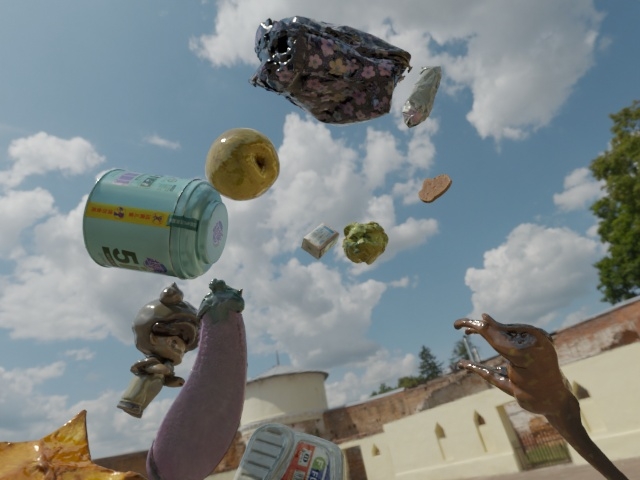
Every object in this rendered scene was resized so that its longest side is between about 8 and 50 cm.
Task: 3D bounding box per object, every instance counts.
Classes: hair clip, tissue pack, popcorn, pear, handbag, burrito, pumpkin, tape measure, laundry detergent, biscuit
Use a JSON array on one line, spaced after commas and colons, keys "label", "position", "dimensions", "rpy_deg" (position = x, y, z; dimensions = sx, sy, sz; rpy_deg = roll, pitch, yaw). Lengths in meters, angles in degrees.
[{"label": "hair clip", "position": [-0.194, 0.249, 0.732], "dimensions": [0.110, 0.358, 0.096], "rpy_deg": [28, -32, -35]}, {"label": "tissue pack", "position": [0.000, 0.000, 1.234], "dimensions": [0.094, 0.074, 0.058], "rpy_deg": [-39, -26, -34]}, {"label": "popcorn", "position": [0.174, 0.004, 1.700], "dimensions": [0.186, 0.187, 0.167], "rpy_deg": [10, -17, 42]}, {"label": "pear", "position": [-0.321, -0.306, 1.708], "dimensions": [0.315, 0.313, 0.314], "rpy_deg": [-10, -29, -6]}, {"label": "handbag", "position": [-0.002, -0.252, 0.626], "dimensions": [0.208, 0.126, 0.229], "rpy_deg": [17, 5, -19]}, {"label": "burrito", "position": [0.220, -0.314, 0.905], "dimensions": [0.064, 0.203, 0.064], "rpy_deg": [16, -37, 13]}, {"label": "pumpkin", "position": [-0.503, 0.432, 0.765], "dimensions": [0.291, 0.095, 0.259], "rpy_deg": [21, 12, 38]}, {"label": "tape measure", "position": [-0.079, 0.532, 0.864], "dimensions": [0.266, 0.258, 0.129], "rpy_deg": [12, -57, 10]}, {"label": "laundry detergent", "position": [-0.435, -0.042, 1.173], "dimensions": [0.306, 0.286, 0.287], "rpy_deg": [8, -29, 5]}, {"label": "biscuit", "position": [0.444, -0.207, 1.638], "dimensions": [0.140, 0.118, 0.023], "rpy_deg": [-38, -51, 7]}]

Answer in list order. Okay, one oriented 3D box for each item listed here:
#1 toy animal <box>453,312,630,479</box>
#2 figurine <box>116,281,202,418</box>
[{"label": "toy animal", "position": [0.281, 0.205, 0.523], "dimensions": [0.067, 0.230, 0.224], "rpy_deg": [-28, -62, -34]}, {"label": "figurine", "position": [-0.486, 0.333, 1.265], "dimensions": [0.204, 0.380, 0.248], "rpy_deg": [3, -38, 15]}]
